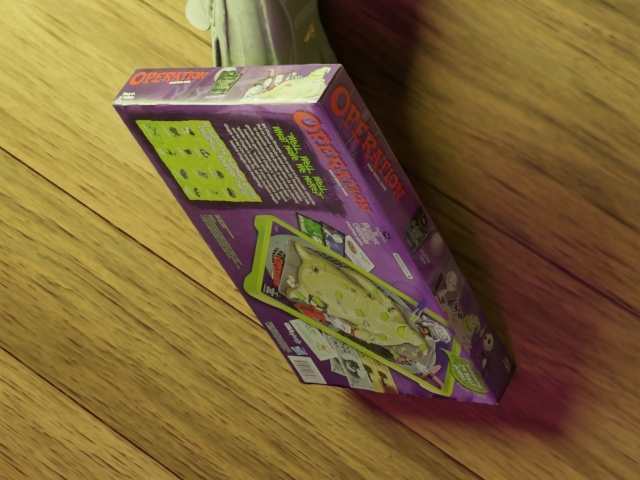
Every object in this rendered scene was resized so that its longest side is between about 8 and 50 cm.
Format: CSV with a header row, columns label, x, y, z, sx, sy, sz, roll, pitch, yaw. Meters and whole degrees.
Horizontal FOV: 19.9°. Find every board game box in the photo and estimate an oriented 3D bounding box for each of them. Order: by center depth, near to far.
label,x,y,z,sx,sy,sz,roll,pitch,yaw
board game box,0.000,0.000,1.456,0.208,0.056,0.347,7,142,40

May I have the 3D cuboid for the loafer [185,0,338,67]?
label,x,y,z,sx,sy,sz,roll,pitch,yaw
loafer,-0.057,-0.191,1.413,0.111,0.112,0.319,8,122,25
